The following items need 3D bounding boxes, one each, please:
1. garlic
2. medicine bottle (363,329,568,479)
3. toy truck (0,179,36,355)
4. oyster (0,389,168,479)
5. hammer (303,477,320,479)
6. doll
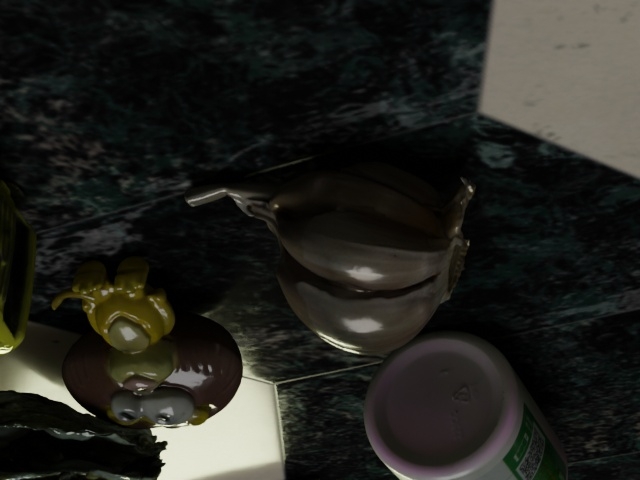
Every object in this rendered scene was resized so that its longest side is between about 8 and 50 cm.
[{"bbox_3d":[0.000,0.000,0.971,0.194,0.127,0.131,20,156,3],"label":"garlic"},{"bbox_3d":[0.140,0.187,1.301,0.133,0.133,0.274,-10,152,18],"label":"medicine bottle"},{"bbox_3d":[-0.322,0.029,0.999,0.272,0.124,0.157,-8,151,14],"label":"toy truck"},{"bbox_3d":[-0.229,0.182,1.274,0.198,0.112,0.268,-1,169,-9],"label":"oyster"},{"bbox_3d":[-0.127,0.295,1.620,0.297,0.027,0.125,-14,154,26],"label":"hammer"},{"bbox_3d":[-0.146,0.090,1.160,0.145,0.096,0.188,-24,135,25],"label":"doll"}]
